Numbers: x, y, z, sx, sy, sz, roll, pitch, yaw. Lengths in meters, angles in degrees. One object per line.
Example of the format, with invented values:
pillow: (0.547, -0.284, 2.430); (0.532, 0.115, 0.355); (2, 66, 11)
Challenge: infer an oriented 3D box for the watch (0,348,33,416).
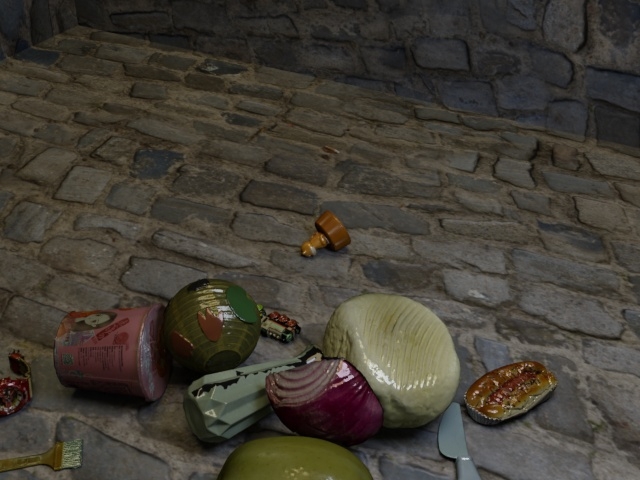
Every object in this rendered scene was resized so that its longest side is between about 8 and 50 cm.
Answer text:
watch: (-0.816, 0.335, 1.935); (0.164, 0.102, 0.268); (-9, 27, -28)

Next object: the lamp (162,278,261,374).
lamp: (-0.274, 0.193, 1.943); (0.250, 0.250, 0.284); (-8, 48, -15)

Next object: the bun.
bun: (0.163, 0.304, 1.905); (0.352, 0.227, 0.349); (28, 38, 5)

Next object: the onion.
onion: (0.006, 0.396, 1.740); (0.250, 0.247, 0.111); (-22, 19, 28)

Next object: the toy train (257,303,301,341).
toy train: (-0.169, 0.219, 2.170); (0.249, 0.053, 0.085); (22, 47, 24)

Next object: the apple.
apple: (-0.067, 0.573, 1.635); (0.360, 0.320, 0.312); (9, 79, 6)

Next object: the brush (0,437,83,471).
brush: (-0.654, 0.500, 1.764); (0.218, 0.010, 0.082); (-6, 36, -12)

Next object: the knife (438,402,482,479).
knife: (0.322, 0.497, 1.823); (0.080, 0.044, 0.331); (-5, 29, 0)

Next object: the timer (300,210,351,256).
timer: (0.000, 0.000, 2.463); (0.152, 0.132, 0.132); (-37, 46, -10)

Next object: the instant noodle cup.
instant noodle cup: (-0.511, 0.275, 1.924); (0.231, 0.243, 0.243); (0, 34, 9)

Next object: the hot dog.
hot dog: (0.480, 0.381, 1.963); (0.268, 0.075, 0.144); (-22, 44, -27)

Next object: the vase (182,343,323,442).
vase: (-0.149, 0.361, 1.883); (0.360, 0.165, 0.165); (-17, 39, -34)
